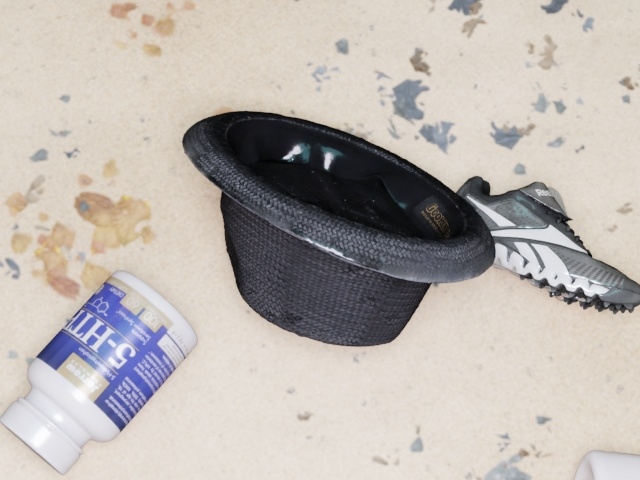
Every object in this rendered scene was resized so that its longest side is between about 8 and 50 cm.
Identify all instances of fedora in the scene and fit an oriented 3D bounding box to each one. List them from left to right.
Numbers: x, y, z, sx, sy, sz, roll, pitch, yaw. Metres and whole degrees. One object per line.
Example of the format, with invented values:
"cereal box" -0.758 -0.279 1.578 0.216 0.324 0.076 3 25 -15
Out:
"fedora" 0.000 0.000 1.247 0.334 0.334 0.153 21 110 5

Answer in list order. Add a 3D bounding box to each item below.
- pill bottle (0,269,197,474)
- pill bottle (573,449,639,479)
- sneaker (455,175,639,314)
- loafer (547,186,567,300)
"pill bottle" -0.219 0.131 1.239 0.112 0.112 0.187 37 73 10
"pill bottle" 0.361 0.277 1.206 0.229 0.131 0.131 7 70 0
"sneaker" 0.225 -0.004 1.288 0.234 0.078 0.106 22 87 28
"loafer" 0.246 0.007 1.351 0.045 0.039 0.125 4 70 -37
